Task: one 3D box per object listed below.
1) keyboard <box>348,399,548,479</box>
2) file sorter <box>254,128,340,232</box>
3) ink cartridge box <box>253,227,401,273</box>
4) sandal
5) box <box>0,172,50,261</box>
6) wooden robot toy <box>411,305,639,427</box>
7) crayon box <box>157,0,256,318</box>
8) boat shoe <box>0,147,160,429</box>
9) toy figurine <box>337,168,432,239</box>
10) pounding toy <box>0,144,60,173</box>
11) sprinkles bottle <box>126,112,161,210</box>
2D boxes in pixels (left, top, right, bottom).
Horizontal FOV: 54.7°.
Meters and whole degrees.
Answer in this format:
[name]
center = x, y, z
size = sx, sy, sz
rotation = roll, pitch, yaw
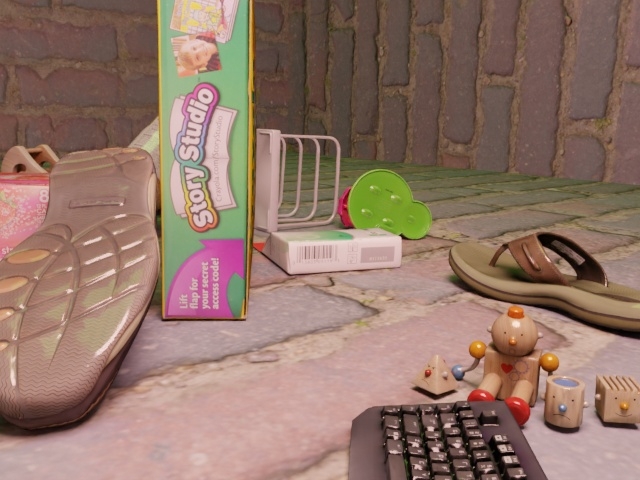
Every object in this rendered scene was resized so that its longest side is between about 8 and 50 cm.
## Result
[keyboard]
center = 0.112, 0.156, 0.299
size = 0.201, 0.033, 0.317
rotation = 2, 12, 3
[file sorter]
center = -0.112, -0.138, 1.307
size = 0.173, 0.193, 0.277
rotation = -5, 13, -38
[ink cartridge box]
center = 0.000, 0.000, 0.992
size = 0.180, 0.056, 0.224
rotation = -3, 14, -20
[sandal]
center = 0.294, 0.035, 0.758
size = 0.120, 0.086, 0.302
rotation = -8, 15, -38
[box]
center = -0.452, -0.005, 0.745
size = 0.299, 0.142, 0.154
rotation = -1, 13, -10
[wooden robot toy]
center = 0.157, 0.093, 0.482
size = 0.173, 0.079, 0.076
rotation = 6, 12, 25
[crayon box]
center = -0.133, -0.121, 0.788
size = 0.106, 0.363, 0.313
rotation = 0, 12, -7
[boat shoe]
center = -0.204, 0.038, 0.580
size = 0.132, 0.130, 0.355
rotation = -2, 35, -4
[toy figurine]
center = 0.104, -0.059, 1.189
size = 0.173, 0.130, 0.159
rotation = 20, -4, -19
[pounding toy]
center = -0.509, -0.110, 1.216
size = 0.269, 0.154, 0.155
rotation = 6, 13, 19
[sprinkles bottle]
center = -0.283, -0.176, 1.167
size = 0.121, 0.121, 0.355
rotation = 9, 54, 35
